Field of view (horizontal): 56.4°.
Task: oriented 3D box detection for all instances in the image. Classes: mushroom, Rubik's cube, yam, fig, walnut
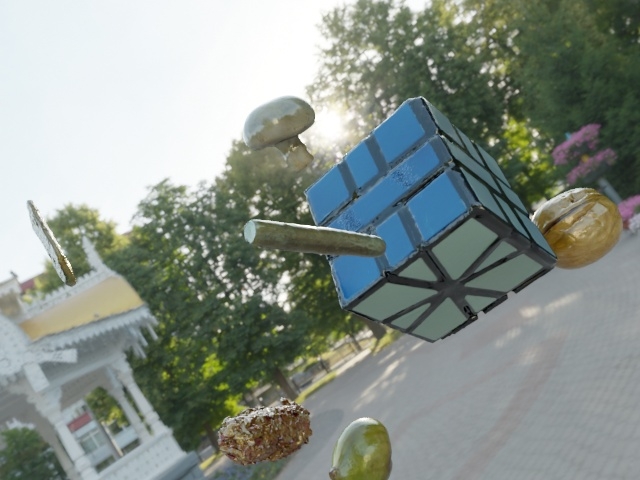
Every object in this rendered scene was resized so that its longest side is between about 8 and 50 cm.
[{"bbox_3d":[-0.100,-0.303,1.639,0.206,0.209,0.206,-27,41,26],"label":"mushroom"},{"bbox_3d":[0.186,-0.025,1.051,0.288,0.284,0.293,-39,-40,23],"label":"Rubik's cube"},{"bbox_3d":[0.000,0.000,0.432,0.116,0.021,0.021,7,-32,-32],"label":"yam"},{"bbox_3d":[0.087,0.439,1.214,0.153,0.120,0.136,-71,0,-49],"label":"fig"},{"bbox_3d":[0.478,-0.021,1.119,0.180,0.144,0.144,-22,-10,-11],"label":"walnut"}]

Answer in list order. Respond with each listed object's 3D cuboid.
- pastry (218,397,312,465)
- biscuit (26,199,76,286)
[{"bbox_3d":[-0.070,0.284,0.889,0.169,0.087,0.063,-3,-21,-47],"label":"pastry"},{"bbox_3d":[-0.615,0.005,1.358,0.029,0.247,0.118,-25,-31,-29],"label":"biscuit"}]
